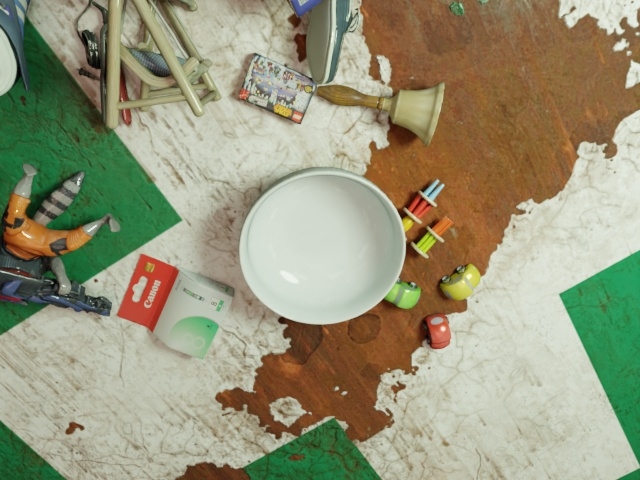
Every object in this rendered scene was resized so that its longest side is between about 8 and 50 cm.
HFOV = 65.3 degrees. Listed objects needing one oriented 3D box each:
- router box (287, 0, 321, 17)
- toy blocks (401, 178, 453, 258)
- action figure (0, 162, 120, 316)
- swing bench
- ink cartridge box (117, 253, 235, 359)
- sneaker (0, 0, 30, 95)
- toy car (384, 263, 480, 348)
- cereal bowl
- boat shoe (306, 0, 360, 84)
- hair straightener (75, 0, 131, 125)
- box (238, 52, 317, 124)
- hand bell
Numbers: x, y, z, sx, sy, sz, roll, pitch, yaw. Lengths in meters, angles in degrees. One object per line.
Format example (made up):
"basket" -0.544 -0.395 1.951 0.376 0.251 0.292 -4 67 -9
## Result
"router box" 0.015 -0.598 0.810 0.335 0.082 0.301 -33 89 9
"toy blocks" 0.244 -0.050 1.110 0.123 0.054 0.148 37 103 -16
"action figure" -0.566 0.027 1.046 0.330 0.179 0.341 -39 136 17
"swing bench" -0.285 -0.343 0.845 0.165 0.253 0.255 -9 112 -2
"ink cartridge box" -0.333 0.153 1.139 0.224 0.056 0.181 23 107 -15
"sneaker" -0.541 -0.392 0.800 0.130 0.236 0.323 2 116 -26
"toy car" 0.249 0.148 1.186 0.224 0.053 0.239 17 108 -11
"cereal bowl" 0.000 0.000 1.061 0.338 0.141 0.339 -2 111 -5
"boat shoe" 0.024 -0.420 0.928 0.079 0.095 0.255 -6 101 -36
"hair straightener" -0.423 -0.333 0.946 0.089 0.047 0.231 -5 111 -3
"box" -0.085 -0.302 0.999 0.137 0.027 0.094 20 109 -12
"hand bell" 0.112 -0.278 0.999 0.241 0.126 0.126 13 110 3
